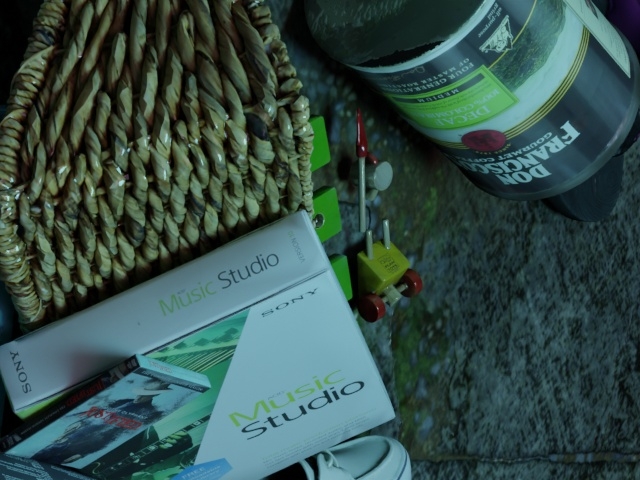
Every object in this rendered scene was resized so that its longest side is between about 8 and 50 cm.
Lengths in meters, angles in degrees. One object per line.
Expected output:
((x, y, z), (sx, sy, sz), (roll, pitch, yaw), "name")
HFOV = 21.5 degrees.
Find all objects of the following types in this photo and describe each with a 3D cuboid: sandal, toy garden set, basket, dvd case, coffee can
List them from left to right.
((-0.144, 0.116, 1.131), (0.087, 0.119, 0.013), (27, 34, -58), "dvd case")
((-0.138, -0.063, 1.187), (0.223, 0.213, 0.299), (-20, 154, -8), "basket")
((0.000, 0.000, 1.514), (0.204, 0.049, 0.244), (-32, 123, -40), "toy garden set")
((0.141, -0.181, 1.511), (0.275, 0.201, 0.201), (36, 72, -49), "coffee can")
((0.289, -0.218, 1.758), (0.167, 0.107, 0.446), (-29, 122, -43), "sandal")

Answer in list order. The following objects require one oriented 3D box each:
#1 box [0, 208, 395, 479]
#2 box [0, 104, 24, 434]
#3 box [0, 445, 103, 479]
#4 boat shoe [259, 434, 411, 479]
((-0.078, 0.108, 1.250), (0.232, 0.058, 0.322), (-25, 153, 0), "box")
((-0.260, 0.025, 1.153), (0.060, 0.100, 0.244), (-1, 101, -51), "box")
((-0.242, 0.306, 1.181), (0.318, 0.097, 0.395), (-54, 140, 4), "box")
((-0.018, 0.227, 1.522), (0.267, 0.096, 0.088), (-24, 123, -36), "boat shoe")
